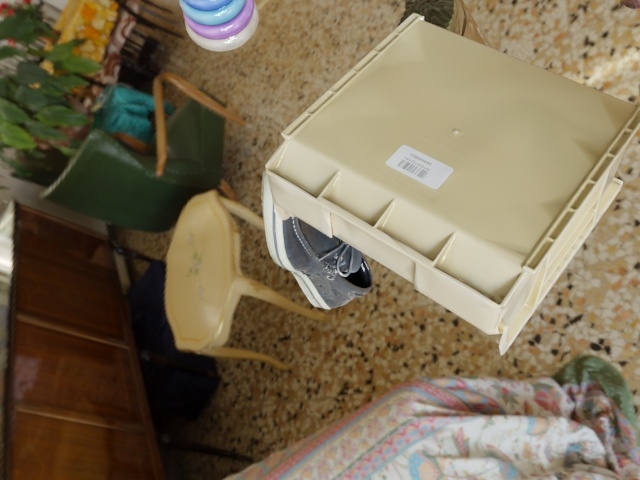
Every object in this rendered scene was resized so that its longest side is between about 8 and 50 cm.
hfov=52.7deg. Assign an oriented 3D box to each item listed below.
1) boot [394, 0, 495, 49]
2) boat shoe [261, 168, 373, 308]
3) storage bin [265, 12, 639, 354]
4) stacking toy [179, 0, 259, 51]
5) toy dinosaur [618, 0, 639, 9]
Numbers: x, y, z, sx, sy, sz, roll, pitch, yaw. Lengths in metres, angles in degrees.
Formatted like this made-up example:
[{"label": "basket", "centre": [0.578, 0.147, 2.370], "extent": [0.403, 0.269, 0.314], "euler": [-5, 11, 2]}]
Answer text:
[{"label": "boot", "centre": [0.218, -0.237, 0.921], "extent": [0.089, 0.269, 0.236], "euler": [-17, 44, 36]}, {"label": "boat shoe", "centre": [0.000, 0.000, 1.324], "extent": [0.155, 0.500, 0.187], "euler": [-11, 60, 12]}, {"label": "storage bin", "centre": [0.126, -0.064, 0.626], "extent": [0.262, 0.123, 0.260], "euler": [32, 64, 24]}, {"label": "stacking toy", "centre": [-0.194, -0.465, 1.078], "extent": [0.330, 0.141, 0.141], "euler": [80, -159, -72]}, {"label": "toy dinosaur", "centre": [0.605, -0.457, 1.100], "extent": [0.295, 0.127, 0.201], "euler": [146, 127, -59]}]
